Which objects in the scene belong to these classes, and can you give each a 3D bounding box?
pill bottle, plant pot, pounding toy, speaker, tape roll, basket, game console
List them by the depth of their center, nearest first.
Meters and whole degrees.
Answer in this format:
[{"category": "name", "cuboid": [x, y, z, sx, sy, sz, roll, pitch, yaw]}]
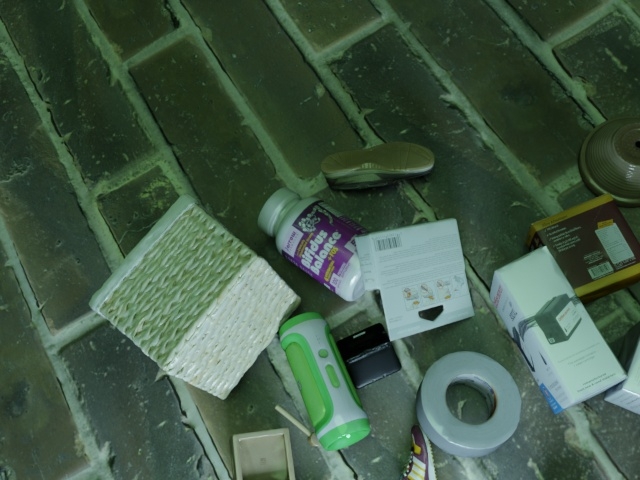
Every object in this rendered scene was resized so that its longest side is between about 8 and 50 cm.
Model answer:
[{"category": "tape roll", "cuboid": [0.322, 0.356, 1.515, 0.219, 0.072, 0.219, 1, 59, -2]}, {"category": "basket", "cuboid": [-0.262, 0.134, 1.569, 0.266, 0.328, 0.331, 34, 80, 27]}, {"category": "pounding toy", "cuboid": [-0.098, 0.469, 1.570, 0.206, 0.094, 0.181, -3, 68, -15]}, {"category": "speaker", "cuboid": [0.005, 0.315, 1.572, 0.131, 0.131, 0.296, -25, 62, 0]}, {"category": "game console", "cuboid": [0.114, 0.272, 1.643, 0.122, 0.071, 0.107, -24, 39, 0]}, {"category": "plant pot", "cuboid": [0.748, -0.207, 1.654, 0.237, 0.109, 0.237, -3, 69, 8]}, {"category": "pill bottle", "cuboid": [0.000, 0.000, 1.674, 0.302, 0.169, 0.169, 34, 79, 19]}]

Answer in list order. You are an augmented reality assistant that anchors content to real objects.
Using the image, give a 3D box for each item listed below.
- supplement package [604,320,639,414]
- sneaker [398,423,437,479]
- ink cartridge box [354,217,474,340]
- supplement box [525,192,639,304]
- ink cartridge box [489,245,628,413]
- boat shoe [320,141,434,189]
[{"category": "supplement package", "cuboid": [0.775, 0.301, 1.430, 0.293, 0.177, 0.175, 21, 75, 17]}, {"category": "sneaker", "cuboid": [0.207, 0.499, 1.515, 0.084, 0.069, 0.185, -10, 68, 1]}, {"category": "ink cartridge box", "cuboid": [0.221, 0.084, 1.589, 0.275, 0.060, 0.238, -10, 89, -34]}, {"category": "supplement box", "cuboid": [0.604, 0.030, 1.582, 0.191, 0.129, 0.194, -22, 68, 2]}, {"category": "ink cartridge box", "cuboid": [0.495, 0.197, 1.491, 0.129, 0.223, 0.307, -26, 68, 1]}, {"category": "boat shoe", "cuboid": [0.147, -0.179, 1.756, 0.285, 0.092, 0.102, -5, 51, 10]}]
